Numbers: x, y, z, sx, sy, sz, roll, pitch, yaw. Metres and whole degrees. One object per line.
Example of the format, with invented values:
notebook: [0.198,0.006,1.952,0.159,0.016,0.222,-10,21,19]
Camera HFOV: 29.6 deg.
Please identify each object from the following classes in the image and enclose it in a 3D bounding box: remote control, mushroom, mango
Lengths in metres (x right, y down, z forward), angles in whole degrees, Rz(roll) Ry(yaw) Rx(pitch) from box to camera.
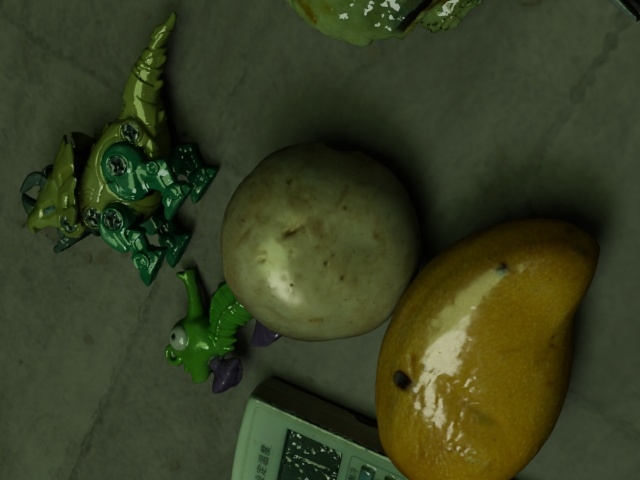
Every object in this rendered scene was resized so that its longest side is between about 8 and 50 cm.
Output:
remote control: [0.079,0.251,1.105,0.344,0.050,0.145,21,120,18]
mushroom: [0.000,0.000,0.986,0.166,0.127,0.166,-3,109,-10]
mango: [0.129,0.088,0.963,0.157,0.109,0.262,20,112,-4]

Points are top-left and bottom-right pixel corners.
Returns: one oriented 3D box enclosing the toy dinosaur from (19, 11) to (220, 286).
toy dinosaur: [-0.160,-0.073,1.064,0.153,0.094,0.259,37,115,3]

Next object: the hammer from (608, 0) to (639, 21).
hammer: [0.300,-0.212,0.787,0.289,0.037,0.137,6,114,25]

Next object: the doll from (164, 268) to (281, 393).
doll: [-0.082,0.057,1.102,0.115,0.050,0.190,50,119,10]

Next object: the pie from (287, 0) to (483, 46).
pie: [0.055,-0.246,0.867,0.201,0.090,0.248,41,128,4]
